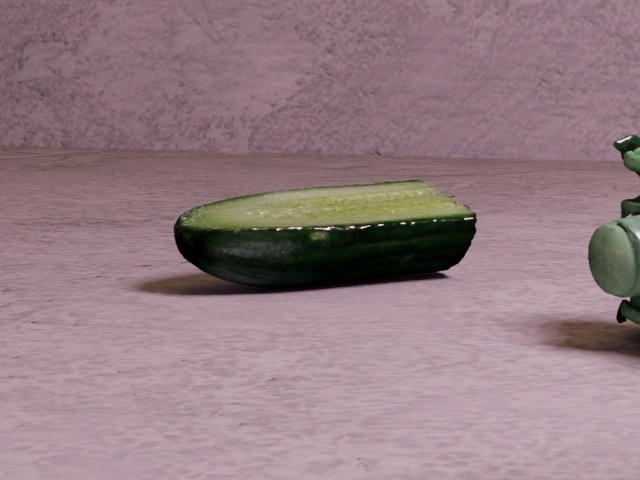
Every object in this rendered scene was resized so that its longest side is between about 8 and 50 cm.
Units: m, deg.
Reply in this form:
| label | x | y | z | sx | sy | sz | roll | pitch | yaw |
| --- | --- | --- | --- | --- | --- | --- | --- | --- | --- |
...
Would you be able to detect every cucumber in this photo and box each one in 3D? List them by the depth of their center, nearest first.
| label | x | y | z | sx | sy | sz | roll | pitch | yaw |
| --- | --- | --- | --- | --- | --- | --- | --- | --- | --- |
| cucumber | 0.000 | 0.000 | 1.252 | 0.244 | 0.063 | 0.115 | -3 | 16 | -29 |

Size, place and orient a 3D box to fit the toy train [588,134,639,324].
| label | x | y | z | sx | sy | sz | roll | pitch | yaw |
| --- | --- | --- | --- | --- | --- | --- | --- | --- | --- |
| toy train | 0.292 | 0.004 | 1.001 | 0.243 | 0.132 | 0.188 | -7 | 14 | -32 |
